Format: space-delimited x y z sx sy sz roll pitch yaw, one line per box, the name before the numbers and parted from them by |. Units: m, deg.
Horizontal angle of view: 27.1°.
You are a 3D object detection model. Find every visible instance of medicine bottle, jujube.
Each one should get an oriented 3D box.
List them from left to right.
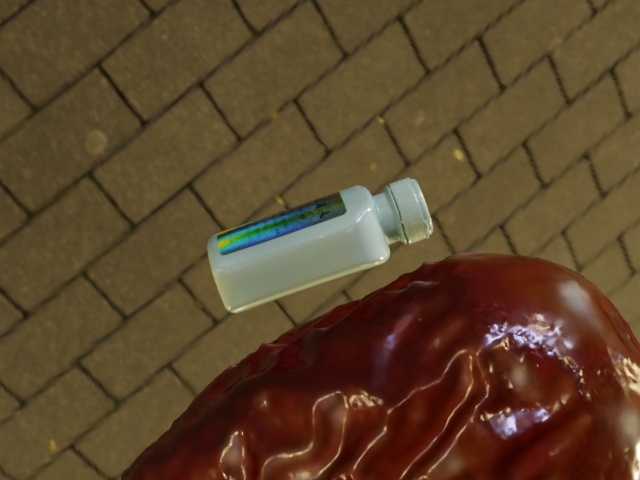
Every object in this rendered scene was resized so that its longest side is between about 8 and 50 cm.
medicine bottle | 0.000 0.000 1.379 0.229 0.121 0.083 -20 106 0
jujube | 0.016 0.072 0.389 0.176 0.109 0.112 -39 -178 22
